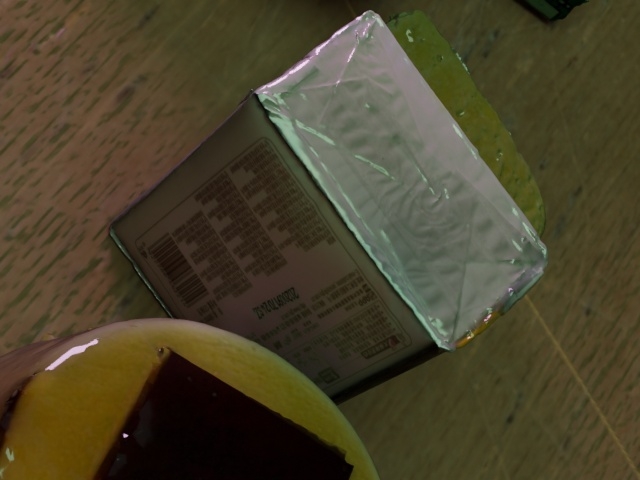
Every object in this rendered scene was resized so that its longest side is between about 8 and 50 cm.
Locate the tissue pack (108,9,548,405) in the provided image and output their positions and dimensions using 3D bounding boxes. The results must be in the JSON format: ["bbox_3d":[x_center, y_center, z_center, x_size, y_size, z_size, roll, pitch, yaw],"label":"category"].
[{"bbox_3d":[0.000,0.000,1.062,0.124,0.225,0.185,-39,92,-35],"label":"tissue pack"}]

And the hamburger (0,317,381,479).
[{"bbox_3d":[-0.100,0.186,0.963,0.302,0.170,0.302,13,61,-24],"label":"hamburger"}]

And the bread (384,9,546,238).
[{"bbox_3d":[0.055,-0.043,1.188,0.138,0.102,0.196,-41,97,-33],"label":"bread"}]

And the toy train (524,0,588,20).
[{"bbox_3d":[0.193,-0.307,1.370,0.154,0.115,0.269,31,57,-11],"label":"toy train"}]
